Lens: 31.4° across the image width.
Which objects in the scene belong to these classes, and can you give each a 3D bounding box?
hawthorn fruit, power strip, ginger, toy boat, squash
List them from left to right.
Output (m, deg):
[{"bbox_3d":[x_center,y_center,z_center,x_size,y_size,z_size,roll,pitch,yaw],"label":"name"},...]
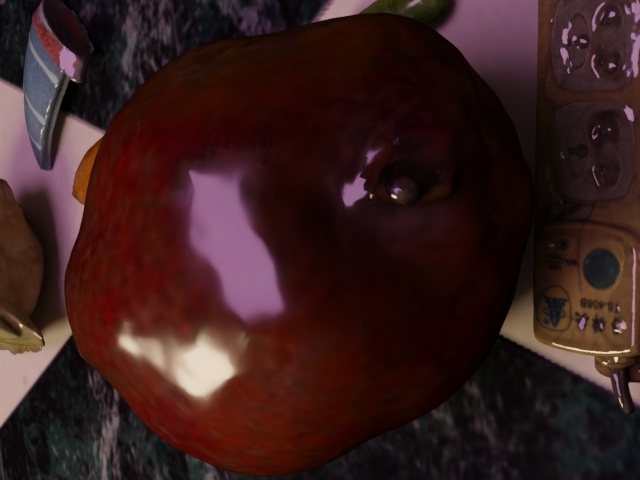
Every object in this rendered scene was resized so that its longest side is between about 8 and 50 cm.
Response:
[{"bbox_3d":[-0.284,0.020,0.927,0.193,0.115,0.123,-9,66,55],"label":"ginger"},{"bbox_3d":[-0.211,-0.114,0.864,0.096,0.034,0.122,57,133,35],"label":"toy boat"},{"bbox_3d":[0.000,0.000,0.496,0.248,0.208,0.208,157,104,-65],"label":"hawthorn fruit"},{"bbox_3d":[0.032,-0.114,0.600,0.089,0.027,0.027,-22,77,49],"label":"squash"},{"bbox_3d":[0.125,-0.076,0.485,0.064,0.044,0.305,5,98,47],"label":"power strip"}]

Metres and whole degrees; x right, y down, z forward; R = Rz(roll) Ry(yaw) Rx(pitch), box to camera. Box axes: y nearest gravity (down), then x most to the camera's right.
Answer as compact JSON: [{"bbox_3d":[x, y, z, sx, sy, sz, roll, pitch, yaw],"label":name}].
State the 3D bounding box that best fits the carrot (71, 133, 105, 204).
[{"bbox_3d":[-0.118,-0.048,0.746,0.205,0.072,0.072,-19,79,53],"label":"carrot"}]
